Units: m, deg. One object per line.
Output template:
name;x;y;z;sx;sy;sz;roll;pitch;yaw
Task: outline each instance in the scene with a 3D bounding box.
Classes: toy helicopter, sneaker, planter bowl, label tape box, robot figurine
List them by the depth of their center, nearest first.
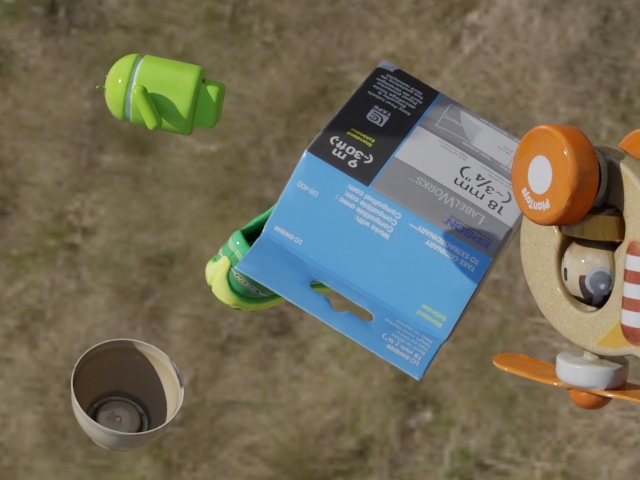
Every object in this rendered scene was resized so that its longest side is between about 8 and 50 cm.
toy helicopter;0.263;0.078;1.307;0.355;0.140;0.235;55;135;42
robot figurine;-0.149;-0.137;1.512;0.101;0.115;0.067;-72;-6;-73
label tape box;0.092;-0.033;1.806;0.333;0.241;0.106;-53;-9;-47
sneaker;0.000;0.000;1.971;0.109;0.295;0.123;52;141;21
planter bowl;-0.286;0.238;2.346;0.109;0.162;0.162;112;148;-50
